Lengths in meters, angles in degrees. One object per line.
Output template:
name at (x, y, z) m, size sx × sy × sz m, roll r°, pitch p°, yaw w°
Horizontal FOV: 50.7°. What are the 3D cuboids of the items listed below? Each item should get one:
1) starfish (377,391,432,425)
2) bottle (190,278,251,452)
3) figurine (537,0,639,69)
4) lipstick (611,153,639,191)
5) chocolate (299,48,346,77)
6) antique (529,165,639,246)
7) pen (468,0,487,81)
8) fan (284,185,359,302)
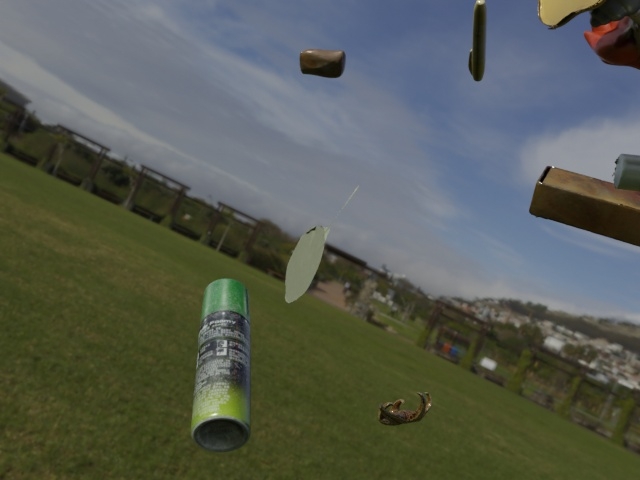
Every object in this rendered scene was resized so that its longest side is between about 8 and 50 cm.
starfish at (0.225, 0.454, 1.811) m, size 0.146 × 0.074 × 0.190 m, roll -18°, pitch -17°, yaw 26°
bottle at (-0.165, 0.199, 1.158) m, size 0.093 × 0.093 × 0.330 m, roll 26°, pitch 30°, yaw -23°
figurine at (0.439, -0.322, 0.924) m, size 0.257 × 0.180 × 0.208 m, roll 21°, pitch -20°, yaw -26°
lipstick at (0.594, -0.092, 1.039) m, size 0.264 × 0.059 × 0.059 m, roll 7°, pitch -7°, yaw 13°
chocolate at (0.003, -0.379, 1.453) m, size 0.101 × 0.064 × 0.031 m, roll 7°, pitch 39°, yaw 2°
antique at (0.607, -0.063, 1.417) m, size 0.310 × 0.087 × 0.093 m, roll 20°, pitch 38°, yaw 24°
pen at (0.344, -0.435, 1.480) m, size 0.040 × 0.032 × 0.233 m, roll 34°, pitch -18°, yaw 27°
fan at (0.001, 0.000, 1.397) m, size 0.010 × 0.310 × 0.182 m, roll 22°, pitch 36°, yaw -21°
